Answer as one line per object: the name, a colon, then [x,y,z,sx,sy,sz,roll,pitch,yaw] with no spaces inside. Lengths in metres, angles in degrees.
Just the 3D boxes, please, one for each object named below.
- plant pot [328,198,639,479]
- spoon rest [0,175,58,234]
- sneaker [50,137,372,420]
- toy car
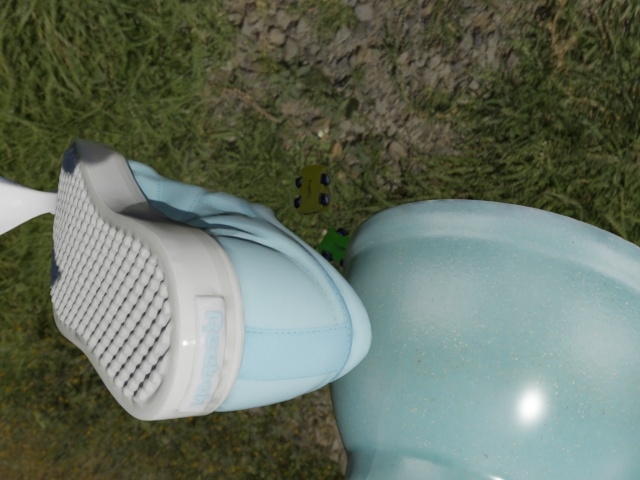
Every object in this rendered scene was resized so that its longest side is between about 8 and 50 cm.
plant pot: [0.128,0.132,0.566,0.293,0.196,0.293,17,153,9]
spoon rest: [-0.626,-0.075,1.462,0.084,0.276,0.137,-1,95,31]
sneaker: [-0.096,0.020,0.514,0.366,0.150,0.135,36,114,55]
toy car: [0.000,0.000,1.270,0.225,0.239,0.053,28,169,33]
